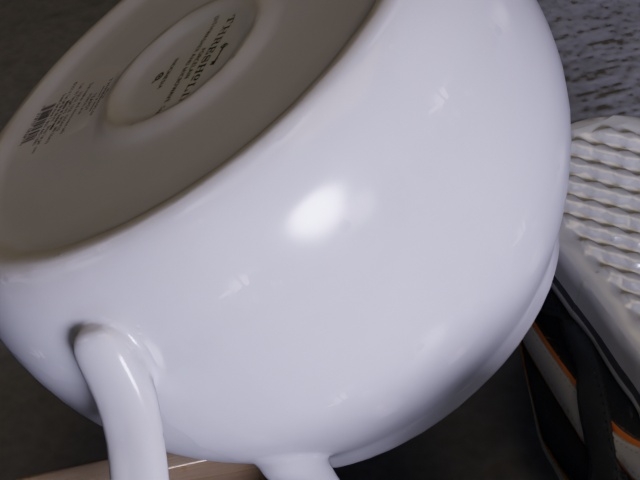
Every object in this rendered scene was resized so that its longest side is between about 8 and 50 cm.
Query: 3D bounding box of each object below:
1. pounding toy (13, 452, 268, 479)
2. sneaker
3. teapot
[{"bbox_3d":[-0.079,0.183,0.641,0.206,0.094,0.181,-11,44,-10],"label":"pounding toy"},{"bbox_3d":[0.177,0.096,0.706,0.126,0.127,0.321,-13,50,-10],"label":"sneaker"},{"bbox_3d":[0.000,0.000,0.645,0.256,0.187,0.252,-40,28,-2],"label":"teapot"}]
